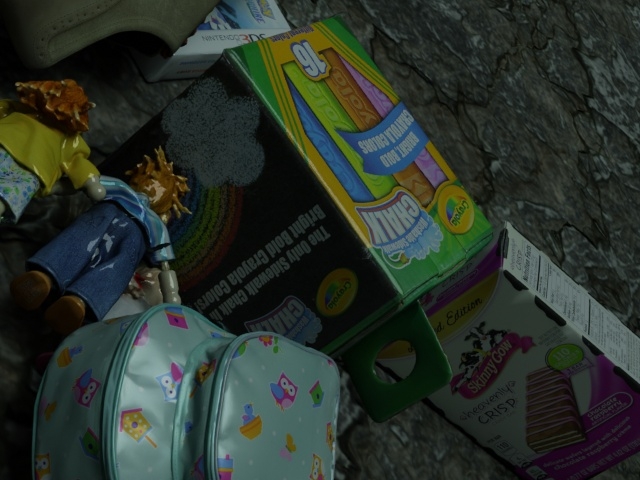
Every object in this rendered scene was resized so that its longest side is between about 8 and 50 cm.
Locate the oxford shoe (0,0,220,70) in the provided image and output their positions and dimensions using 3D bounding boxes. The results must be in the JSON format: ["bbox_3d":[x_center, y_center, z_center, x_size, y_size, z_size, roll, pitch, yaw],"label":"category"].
[{"bbox_3d":[-0.130,-0.218,1.103,0.348,0.123,0.130,-20,109,-44],"label":"oxford shoe"}]

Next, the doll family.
[{"bbox_3d":[-0.167,-0.021,0.911,0.263,0.118,0.163,47,37,-12],"label":"doll family"}]

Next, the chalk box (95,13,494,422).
[{"bbox_3d":[0.000,0.000,1.040,0.289,0.180,0.179,55,34,2],"label":"chalk box"}]

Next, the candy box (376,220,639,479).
[{"bbox_3d":[0.183,0.111,1.171,0.233,0.159,0.071,39,35,-17],"label":"candy box"}]

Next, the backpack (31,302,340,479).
[{"bbox_3d":[-0.081,0.126,0.837,0.188,0.144,0.166,24,64,-40],"label":"backpack"}]

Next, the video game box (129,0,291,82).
[{"bbox_3d":[-0.131,-0.243,1.225,0.187,0.048,0.205,-14,70,-55],"label":"video game box"}]
